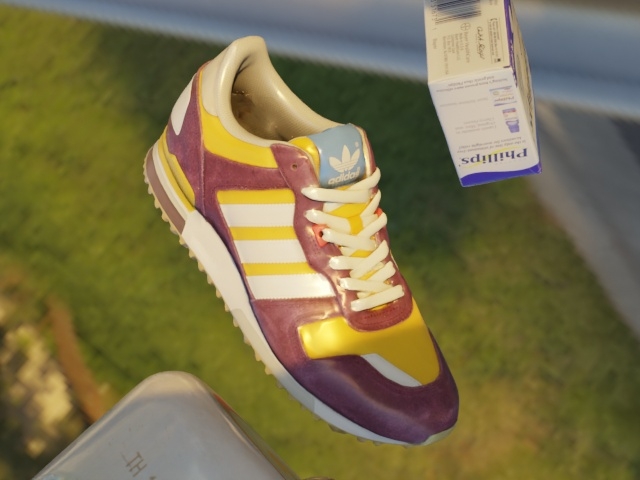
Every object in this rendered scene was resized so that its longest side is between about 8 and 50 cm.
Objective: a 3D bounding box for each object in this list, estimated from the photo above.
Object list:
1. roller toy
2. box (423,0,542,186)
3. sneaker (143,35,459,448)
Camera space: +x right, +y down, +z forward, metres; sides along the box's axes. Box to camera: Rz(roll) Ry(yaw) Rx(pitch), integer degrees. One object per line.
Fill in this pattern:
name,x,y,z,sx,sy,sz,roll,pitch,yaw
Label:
roller toy,-0.041,0.157,0.770,0.191,0.146,0.209,47,176,5
box,0.134,-0.137,1.504,0.072,0.126,0.137,-9,141,12
sneaker,0.000,0.000,0.744,0.185,0.069,0.084,48,129,18
